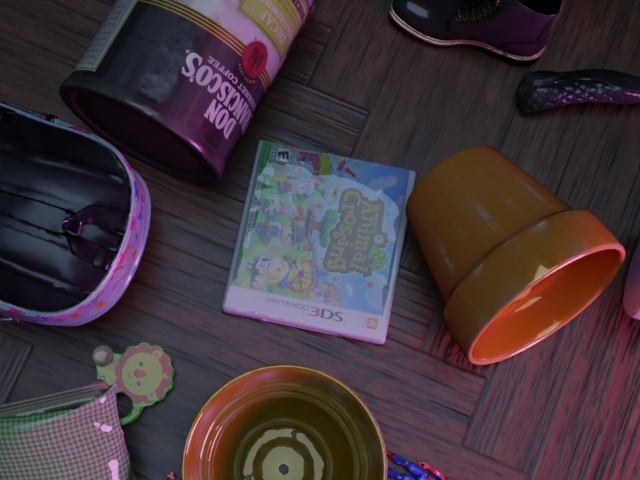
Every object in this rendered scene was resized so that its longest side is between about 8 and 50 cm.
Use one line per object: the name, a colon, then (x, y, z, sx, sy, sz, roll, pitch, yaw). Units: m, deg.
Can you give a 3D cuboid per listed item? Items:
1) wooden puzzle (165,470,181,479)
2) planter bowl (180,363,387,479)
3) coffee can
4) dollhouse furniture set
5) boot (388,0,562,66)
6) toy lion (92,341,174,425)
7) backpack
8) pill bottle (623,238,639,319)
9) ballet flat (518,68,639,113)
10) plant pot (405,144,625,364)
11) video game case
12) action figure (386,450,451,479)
wooden puzzle: (-0.147, 0.296, 1.154, 0.083, 0.006, 0.049, 29, 77, 4)
planter bowl: (-0.039, 0.247, 1.127, 0.217, 0.090, 0.217, 0, 76, -2)
coffee can: (-0.139, -0.231, 1.180, 0.201, 0.201, 0.275, 26, 77, 4)
dollhouse furniture set: (-0.329, 0.286, 1.030, 0.301, 0.151, 0.197, -13, 120, -7)
boot: (0.186, -0.285, 1.242, 0.198, 0.137, 0.077, 12, 76, 1)
toy lion: (-0.215, 0.162, 1.172, 0.096, 0.034, 0.100, 14, 76, -7)
backpack: (-0.315, -0.022, 1.127, 0.253, 0.191, 0.225, 15, 79, 8)
pill bottle: (0.499, 0.067, 1.160, 0.283, 0.160, 0.160, 18, 76, 2)
ballet flat: (0.327, -0.182, 1.279, 0.173, 0.049, 0.057, 1, 32, -3)
plant pot: (0.198, 0.003, 1.155, 0.205, 0.205, 0.188, -29, 64, -9)
video game case: (0.000, 0.000, 1.223, 0.193, 0.023, 0.212, 12, 76, 0)
action figure: (0.109, 0.266, 1.163, 0.115, 0.030, 0.038, 27, 72, 2)
